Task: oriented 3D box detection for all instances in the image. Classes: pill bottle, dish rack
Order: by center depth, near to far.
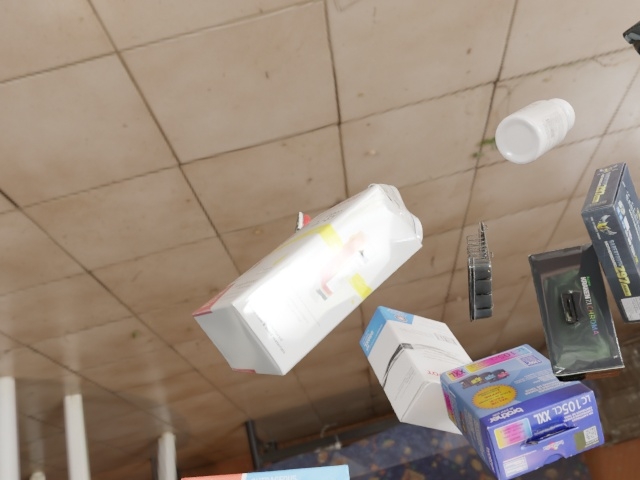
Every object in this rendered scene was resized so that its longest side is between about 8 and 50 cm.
[{"bbox_3d":[0.570,-0.294,1.689,0.229,0.131,0.131,-30,167,-39],"label":"pill bottle"},{"bbox_3d":[0.464,0.081,1.890,0.074,0.272,0.208,-2,122,11],"label":"dish rack"}]

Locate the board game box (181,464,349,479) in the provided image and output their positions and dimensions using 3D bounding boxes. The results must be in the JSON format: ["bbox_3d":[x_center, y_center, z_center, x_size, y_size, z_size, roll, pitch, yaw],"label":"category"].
[{"bbox_3d":[-0.077,0.432,1.026,0.242,0.064,0.317,-3,149,-3],"label":"board game box"}]

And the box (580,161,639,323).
[{"bbox_3d":[0.542,0.001,1.148,0.059,0.233,0.183,-15,-161,37],"label":"box"}]

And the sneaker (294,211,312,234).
[{"bbox_3d":[0.000,0.000,1.762,0.118,0.108,0.279,3,163,15],"label":"sneaker"}]

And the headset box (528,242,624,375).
[{"bbox_3d":[0.528,0.159,1.334,0.131,0.247,0.283,-12,162,19],"label":"headset box"}]

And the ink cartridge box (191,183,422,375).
[{"bbox_3d":[-0.030,0.080,1.276,0.384,0.160,0.279,-39,-173,-26],"label":"ink cartridge box"}]

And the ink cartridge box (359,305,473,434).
[{"bbox_3d":[0.330,0.406,2.041,0.285,0.395,0.166,17,111,-24],"label":"ink cartridge box"}]

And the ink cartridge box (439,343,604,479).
[{"bbox_3d":[0.491,0.419,1.576,0.269,0.151,0.395,-18,-167,-6],"label":"ink cartridge box"}]

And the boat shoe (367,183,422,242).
[{"bbox_3d":[0.210,-0.076,1.883,0.088,0.268,0.096,11,131,-31],"label":"boat shoe"}]

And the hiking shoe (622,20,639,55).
[{"bbox_3d":[0.764,-0.444,1.391,0.113,0.132,0.304,-37,-179,16],"label":"hiking shoe"}]
